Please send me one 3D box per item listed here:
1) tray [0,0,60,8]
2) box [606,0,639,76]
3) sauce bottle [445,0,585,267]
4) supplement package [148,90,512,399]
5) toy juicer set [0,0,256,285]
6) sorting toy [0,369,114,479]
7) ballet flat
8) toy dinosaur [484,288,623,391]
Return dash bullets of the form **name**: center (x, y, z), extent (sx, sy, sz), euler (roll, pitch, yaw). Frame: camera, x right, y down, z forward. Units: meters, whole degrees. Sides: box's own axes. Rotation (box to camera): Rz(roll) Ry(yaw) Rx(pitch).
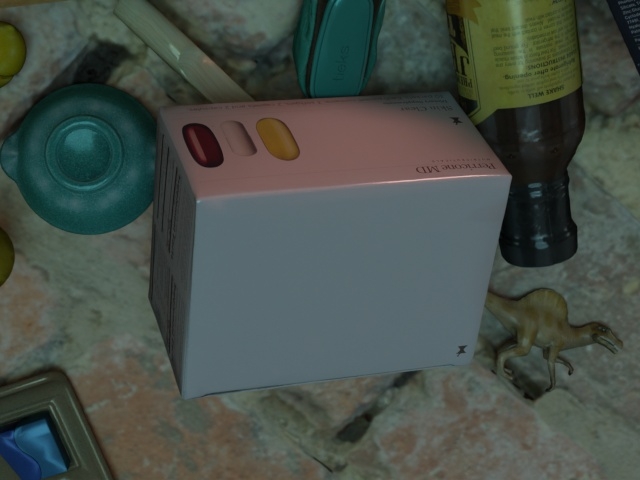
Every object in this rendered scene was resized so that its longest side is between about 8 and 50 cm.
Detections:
- **tray**: center (-0.235, -0.390, 1.051), extent (0.202, 0.076, 0.411), euler (-7, 119, 1)
- **box**: center (0.302, -0.233, 1.099), extent (0.108, 0.153, 0.207), euler (-11, 119, 40)
- **sauce bottle**: center (0.170, -0.143, 1.169), extent (0.111, 0.111, 0.344), euler (-9, 111, 2)
- **supplement package**: center (0.000, 0.000, 1.150), extent (0.262, 0.145, 0.204), euler (-5, 127, -18)
- **toy juicer set**: center (-0.219, -0.106, 1.200), extent (0.329, 0.089, 0.209), euler (-26, 90, -4)
- **sorting toy**: center (-0.357, 0.270, 1.360), extent (0.307, 0.041, 0.229), euler (-19, 112, 6)
- **ballet flat**: center (0.025, -0.231, 1.136), extent (0.083, 0.087, 0.247), euler (4, 125, -20)
- **toy dinosaur**: center (0.196, 0.087, 1.307), extent (0.183, 0.053, 0.093), euler (21, 95, -18)
